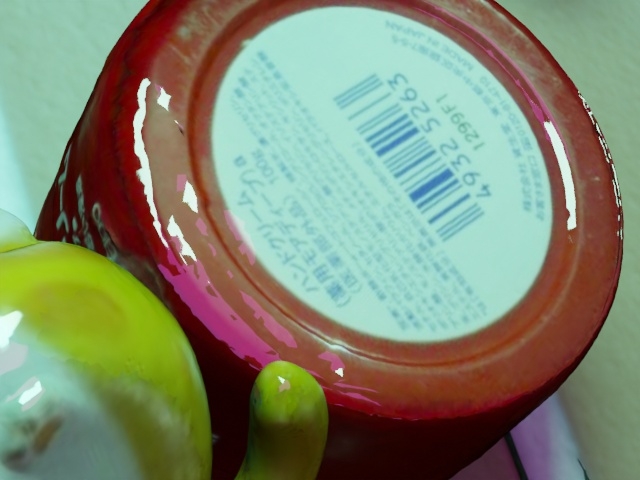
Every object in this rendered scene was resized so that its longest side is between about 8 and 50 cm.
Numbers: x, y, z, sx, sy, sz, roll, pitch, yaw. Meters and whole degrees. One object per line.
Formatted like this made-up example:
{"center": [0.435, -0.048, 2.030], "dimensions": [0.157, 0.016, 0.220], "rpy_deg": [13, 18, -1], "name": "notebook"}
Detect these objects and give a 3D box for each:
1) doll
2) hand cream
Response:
{"center": [-0.154, 0.040, 0.512], "dimensions": [0.270, 0.162, 0.166], "rpy_deg": [33, 87, 19], "name": "doll"}
{"center": [0.000, 0.000, 0.662], "dimensions": [0.230, 0.149, 0.230], "rpy_deg": [12, 59, -20], "name": "hand cream"}
